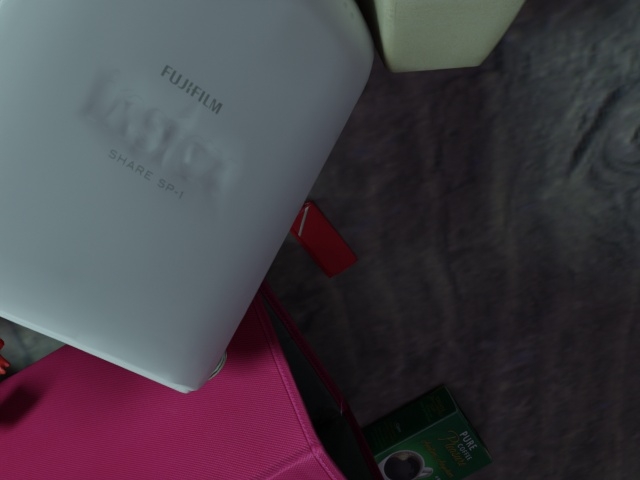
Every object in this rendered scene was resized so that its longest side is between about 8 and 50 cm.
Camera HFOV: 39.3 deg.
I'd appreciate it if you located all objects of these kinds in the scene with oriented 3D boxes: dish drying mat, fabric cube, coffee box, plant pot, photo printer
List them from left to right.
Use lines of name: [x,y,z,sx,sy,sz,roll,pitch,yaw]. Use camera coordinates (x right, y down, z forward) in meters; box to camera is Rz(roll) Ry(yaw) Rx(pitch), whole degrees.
photo printer: [-0.110,-0.085,0.561,0.256,0.107,0.307,33,82,-38]
fabric cube: [-0.095,0.209,0.737,0.258,0.254,0.259,-29,127,1]
dish drying mat: [0.000,0.000,0.778,0.032,0.008,0.083,-34,127,7]
coffee box: [0.081,0.239,0.952,0.184,0.040,0.113,-32,128,7]
plant pot: [0.077,-0.178,0.620,0.109,0.109,0.096,-7,138,-12]

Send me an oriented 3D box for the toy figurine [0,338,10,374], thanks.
toy figurine: [-0.362,0.065,0.546,0.363,0.217,0.191,19,92,-26]
